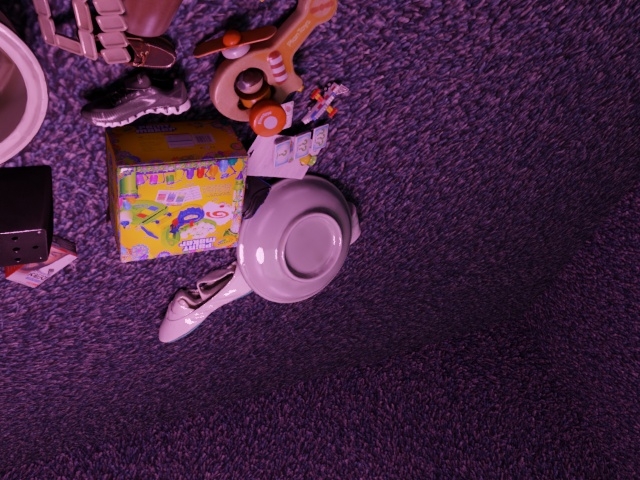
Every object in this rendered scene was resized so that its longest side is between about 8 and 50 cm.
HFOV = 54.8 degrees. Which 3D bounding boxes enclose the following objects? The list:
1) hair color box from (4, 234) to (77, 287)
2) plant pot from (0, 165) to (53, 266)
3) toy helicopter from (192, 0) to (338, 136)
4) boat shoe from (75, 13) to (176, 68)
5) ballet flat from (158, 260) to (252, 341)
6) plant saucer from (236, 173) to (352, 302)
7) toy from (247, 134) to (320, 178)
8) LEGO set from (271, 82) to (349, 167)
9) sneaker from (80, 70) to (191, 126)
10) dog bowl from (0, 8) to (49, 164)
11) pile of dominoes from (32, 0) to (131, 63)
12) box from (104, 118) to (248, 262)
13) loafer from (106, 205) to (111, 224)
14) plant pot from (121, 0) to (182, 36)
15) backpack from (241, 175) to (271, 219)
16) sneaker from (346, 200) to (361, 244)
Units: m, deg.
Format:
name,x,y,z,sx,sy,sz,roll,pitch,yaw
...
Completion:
name,x,y,z,sx,sy,sz,roll,pitch,yaw
hair color box,-0.747,0.055,1.649,0.167,0.053,0.093,-34,147,14
plant pot,-0.704,-0.044,1.415,0.188,0.166,0.187,-8,146,-27
toy helicopter,-0.108,-0.413,1.326,0.355,0.140,0.235,-46,135,15
boat shoe,-0.377,-0.375,1.216,0.207,0.073,0.073,4,139,-41
ballet flat,-0.398,0.189,2.049,0.401,0.139,0.139,-32,149,5
plant saucer,-0.048,0.009,1.807,0.401,0.101,0.399,-13,114,-32
toy,-0.110,-0.233,1.633,0.237,0.056,0.136,1,133,-45
LEGO set,-0.029,-0.297,1.542,0.183,0.060,0.244,-26,145,-31
sneaker,-0.392,-0.310,1.308,0.235,0.078,0.106,-16,146,-21
dog bowl,-0.693,-0.288,1.049,0.408,0.150,0.407,-20,150,-12
pile of dominoes,-0.409,-0.426,1.056,0.196,0.040,0.251,22,142,9
box,-0.348,-0.121,1.478,0.290,0.177,0.279,-8,133,-25
loafer,-0.501,-0.088,1.591,0.050,0.056,0.148,22,127,-43
plant pot,-0.299,-0.458,1.071,0.167,0.166,0.165,-2,151,-33
backpack,-0.204,-0.119,1.668,0.098,0.101,0.120,29,88,-23
sneaker,0.000,0.000,2.023,0.293,0.108,0.169,-25,146,0
